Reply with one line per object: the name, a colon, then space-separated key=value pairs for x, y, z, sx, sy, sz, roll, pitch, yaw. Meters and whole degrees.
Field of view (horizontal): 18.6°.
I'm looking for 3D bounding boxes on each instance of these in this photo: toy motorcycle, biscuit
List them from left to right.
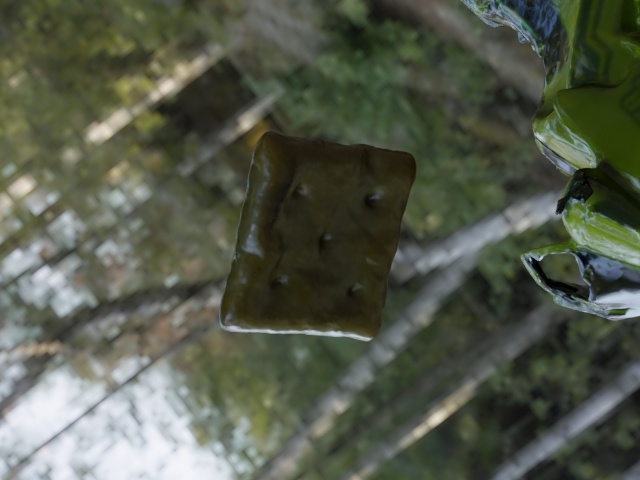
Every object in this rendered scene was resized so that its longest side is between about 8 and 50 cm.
biscuit: x=0.000 y=0.000 z=0.797 sx=0.081 sy=0.083 sz=0.018 roll=7 pitch=-170 yaw=-38
toy motorcycle: x=0.147 y=-0.089 z=0.952 sx=0.142 sy=0.206 sz=0.342 roll=41 pitch=-171 yaw=-49
